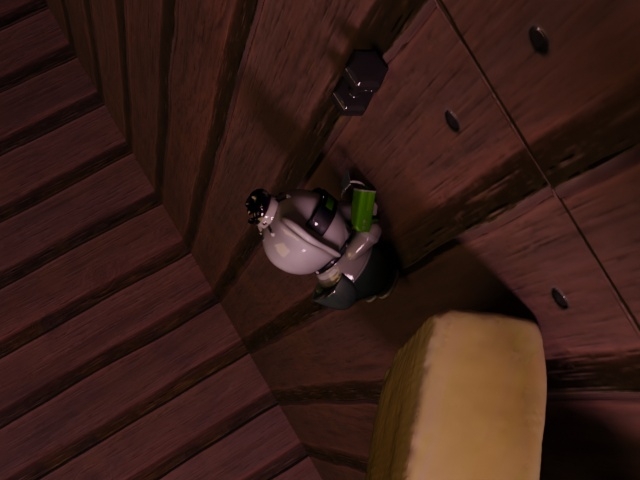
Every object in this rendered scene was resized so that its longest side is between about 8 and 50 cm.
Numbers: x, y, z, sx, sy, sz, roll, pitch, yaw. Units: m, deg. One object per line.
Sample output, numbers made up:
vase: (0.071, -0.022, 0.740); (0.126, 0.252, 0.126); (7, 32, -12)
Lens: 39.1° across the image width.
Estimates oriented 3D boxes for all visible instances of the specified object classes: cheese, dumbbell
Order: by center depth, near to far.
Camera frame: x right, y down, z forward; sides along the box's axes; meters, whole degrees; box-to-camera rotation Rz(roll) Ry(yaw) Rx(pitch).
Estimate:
dumbbell: (0.034, -0.141, 0.814); (0.040, 0.036, 0.083); (57, 165, 5)
cheese: (0.113, 0.211, 0.841); (0.265, 0.123, 0.243); (108, 170, -70)

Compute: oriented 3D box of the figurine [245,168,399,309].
figurine: (0.000, 0.000, 1.009); (0.192, 0.126, 0.147); (32, 162, -20)
